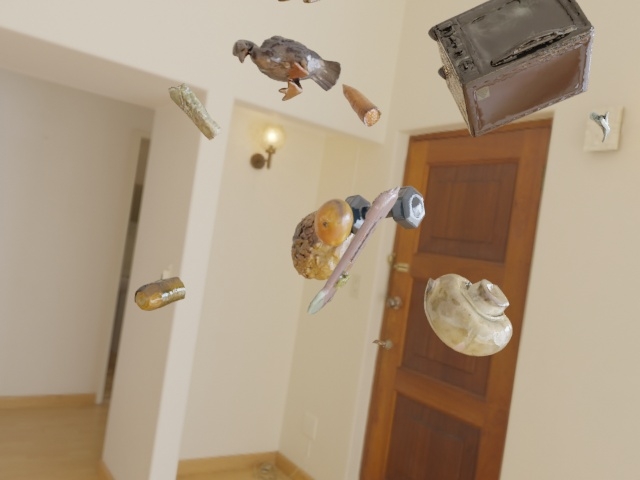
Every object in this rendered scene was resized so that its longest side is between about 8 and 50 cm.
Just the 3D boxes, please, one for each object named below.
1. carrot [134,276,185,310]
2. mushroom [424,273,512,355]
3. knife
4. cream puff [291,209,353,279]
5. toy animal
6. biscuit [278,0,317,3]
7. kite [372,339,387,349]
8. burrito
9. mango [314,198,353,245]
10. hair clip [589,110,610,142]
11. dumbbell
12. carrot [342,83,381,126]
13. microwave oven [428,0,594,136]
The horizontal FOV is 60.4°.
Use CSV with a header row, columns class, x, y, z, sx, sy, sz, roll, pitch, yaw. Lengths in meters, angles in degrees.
class,x,y,z,sx,sy,sz,roll,pitch,yaw
carrot,-0.454,0.151,1.578,0.082,0.082,0.173,8,13,25
mushroom,0.374,0.183,1.410,0.255,0.255,0.184,9,-43,-43
knife,0.081,0.035,1.350,0.038,0.399,0.132,38,29,16
cream puff,0.000,0.000,2.300,0.231,0.343,0.327,18,-20,-3
toy animal,-0.087,-0.469,1.471,0.298,0.122,0.185,-8,45,-32
biscuit,-0.055,-0.662,1.276,0.301,0.278,0.043,25,8,-43
kite,0.181,0.298,1.576,0.078,0.002,0.044,29,-33,-27
burrito,-0.320,-0.331,1.414,0.051,0.042,0.171,-25,-57,19
mango,0.049,-0.051,1.753,0.112,0.145,0.219,23,-10,19
hair clip,0.697,-0.285,1.364,0.039,0.030,0.115,45,7,39
dumbbell,0.230,-0.111,2.087,0.325,0.144,0.160,-5,-24,42
carrot,0.125,-0.478,1.886,0.072,0.072,0.205,10,37,-50
microwave oven,0.354,-0.349,1.027,0.247,0.178,0.188,-23,-33,12
